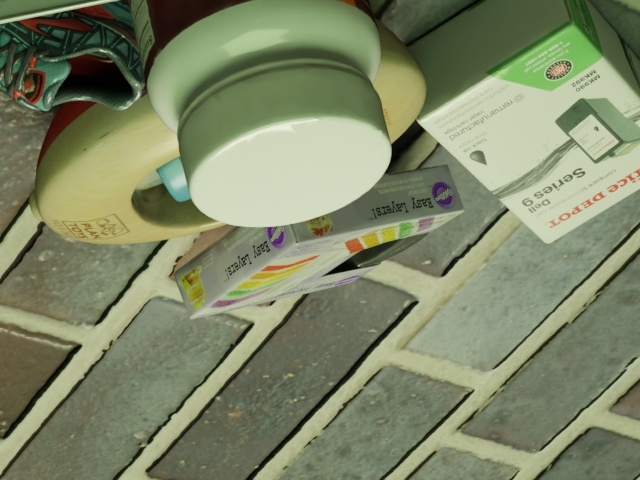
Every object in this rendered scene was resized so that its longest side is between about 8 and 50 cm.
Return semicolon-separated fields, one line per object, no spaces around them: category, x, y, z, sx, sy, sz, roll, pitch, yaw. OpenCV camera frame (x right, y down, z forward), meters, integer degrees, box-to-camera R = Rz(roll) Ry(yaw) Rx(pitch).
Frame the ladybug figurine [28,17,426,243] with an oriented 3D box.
ladybug figurine;-0.112;-0.134;2.074;0.449;0.162;0.305;-20;157;4

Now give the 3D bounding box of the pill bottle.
pill bottle;-0.069;-0.226;1.818;0.224;0.392;0.224;-12;152;-6

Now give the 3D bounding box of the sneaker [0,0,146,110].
sneaker;-0.282;-0.187;1.858;0.262;0.125;0.104;5;135;-21

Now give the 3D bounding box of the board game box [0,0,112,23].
board game box;-0.269;-0.383;1.682;0.390;0.390;0.050;-12;176;-1

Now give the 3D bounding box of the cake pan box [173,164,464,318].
cake pan box;0.000;0.000;2.226;0.267;0.070;0.246;-11;167;-40

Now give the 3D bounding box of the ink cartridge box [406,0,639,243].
ink cartridge box;0.260;-0.152;2.203;0.211;0.121;0.289;-32;135;20
